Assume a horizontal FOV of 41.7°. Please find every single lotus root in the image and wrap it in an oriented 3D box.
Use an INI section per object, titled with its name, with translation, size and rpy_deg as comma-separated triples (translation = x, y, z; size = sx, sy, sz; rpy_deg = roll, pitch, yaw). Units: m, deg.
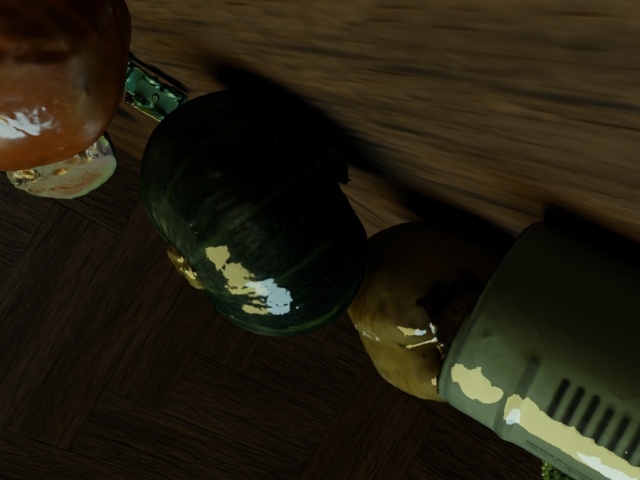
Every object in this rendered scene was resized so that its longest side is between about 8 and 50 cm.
[lotus root]
translation = 0.076, 0.046, 0.594
size = 0.118, 0.125, 0.221
rpy_deg = -12, -173, -6

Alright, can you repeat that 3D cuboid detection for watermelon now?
[watermelon]
translation = -0.403, -0.191, 1.221
size = 0.175, 0.188, 0.322
rpy_deg = -14, 168, -2

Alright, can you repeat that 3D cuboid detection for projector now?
[projector]
translation = 0.218, 0.108, 0.352
size = 0.337, 0.108, 0.108
rpy_deg = 29, 176, 24

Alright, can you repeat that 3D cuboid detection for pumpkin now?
[pumpkin]
translation = -0.040, -0.017, 0.533
size = 0.167, 0.125, 0.167
rpy_deg = 38, 154, 22

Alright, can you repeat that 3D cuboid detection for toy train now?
[toy train]
translation = -0.146, -0.129, 0.667
size = 0.092, 0.029, 0.045
rpy_deg = 34, -168, -7

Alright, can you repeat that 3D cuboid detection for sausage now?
[sausage]
translation = -0.189, -0.118, 0.346
size = 0.258, 0.133, 0.133
rpy_deg = 30, 177, 13

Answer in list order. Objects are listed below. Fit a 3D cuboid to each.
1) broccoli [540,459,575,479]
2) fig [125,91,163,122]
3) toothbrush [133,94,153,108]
[broccoli]
translation = 0.422, 0.280, 1.036
size = 0.302, 0.186, 0.254
rpy_deg = -16, 157, 14
[fig]
translation = -0.133, -0.077, 0.920
size = 0.124, 0.124, 0.236
rpy_deg = 27, 152, 46
[toothbrush]
translation = -0.154, -0.131, 0.766
size = 0.016, 0.019, 0.219
rpy_deg = 31, 178, 30
